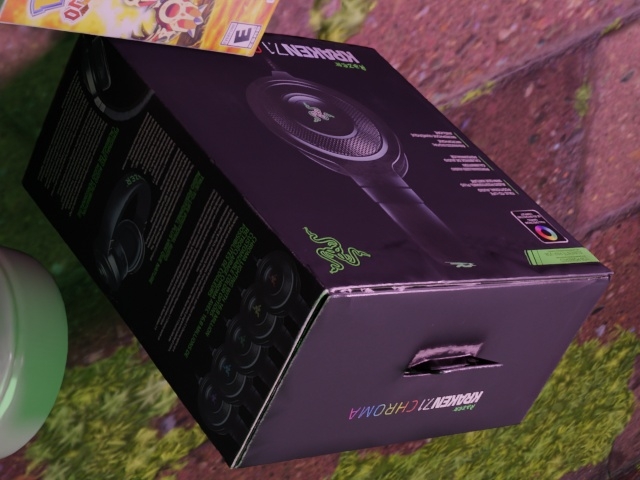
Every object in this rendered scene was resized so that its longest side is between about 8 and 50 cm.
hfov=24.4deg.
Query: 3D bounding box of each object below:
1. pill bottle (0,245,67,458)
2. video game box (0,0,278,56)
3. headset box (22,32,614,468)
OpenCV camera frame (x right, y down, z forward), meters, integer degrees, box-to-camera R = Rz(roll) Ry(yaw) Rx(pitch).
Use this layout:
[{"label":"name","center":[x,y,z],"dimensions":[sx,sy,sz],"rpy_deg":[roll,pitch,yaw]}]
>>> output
[{"label":"pill bottle","center":[-0.291,0.040,0.769],"dimensions":[0.319,0.176,0.176],"rpy_deg":[18,115,-50]},{"label":"video game box","center":[-0.076,-0.207,0.824],"dimensions":[0.187,0.048,0.205],"rpy_deg":[3,125,-41]},{"label":"headset box","center":[0.000,0.000,0.909],"dimensions":[0.246,0.283,0.131],"rpy_deg":[0,128,-42]}]
